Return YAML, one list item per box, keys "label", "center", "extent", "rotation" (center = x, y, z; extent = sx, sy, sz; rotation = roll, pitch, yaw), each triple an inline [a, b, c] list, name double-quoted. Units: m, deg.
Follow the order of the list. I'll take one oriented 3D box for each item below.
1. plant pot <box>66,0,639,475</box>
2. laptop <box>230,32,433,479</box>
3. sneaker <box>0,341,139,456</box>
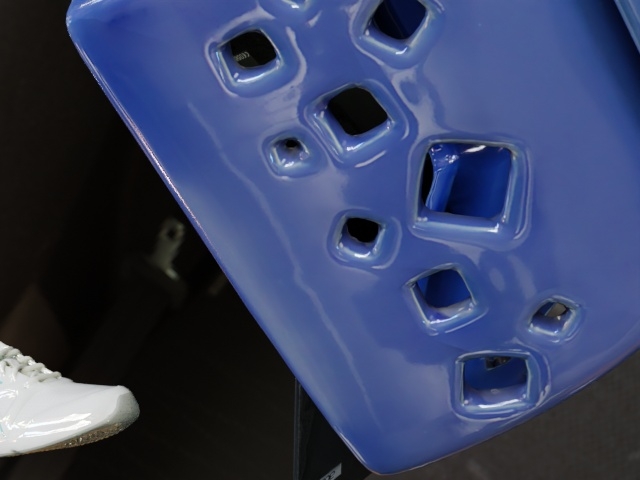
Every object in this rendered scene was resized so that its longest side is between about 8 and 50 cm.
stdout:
- label: "plant pot"
  center: [0.076, -0.084, 0.577]
  extent: [0.212, 0.236, 0.236]
  rotation: [-19, 119, 26]
- label: "laptop"
  center: [0.000, 0.000, 0.930]
  extent: [0.264, 0.234, 0.136]
  rotation: [49, 130, 9]
- label: "sneaker"
  center: [-0.160, 0.078, 0.731]
  extent: [0.152, 0.061, 0.053]
  rotation: [-7, 174, 26]
